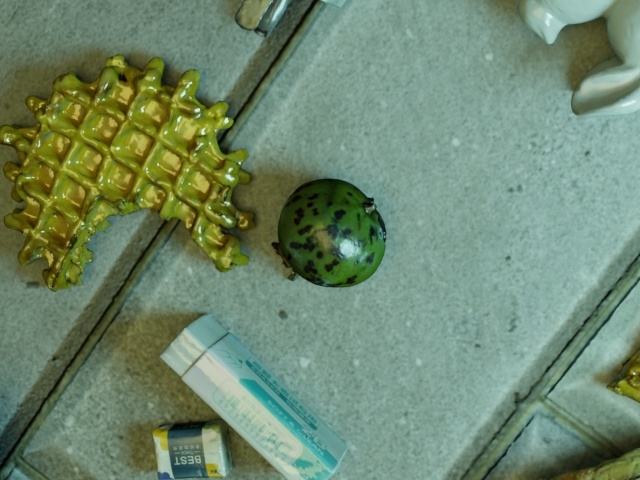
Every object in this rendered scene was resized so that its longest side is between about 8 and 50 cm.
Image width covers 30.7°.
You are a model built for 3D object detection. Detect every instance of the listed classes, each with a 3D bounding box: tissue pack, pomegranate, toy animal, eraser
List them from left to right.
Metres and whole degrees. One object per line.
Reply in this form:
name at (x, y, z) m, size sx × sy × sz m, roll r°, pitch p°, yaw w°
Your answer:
tissue pack at (-0.147, 0.240, 1.335) m, size 0.083 × 0.042 × 0.062 m, roll -5°, pitch 94°, yaw 11°
eraser at (-0.071, 0.181, 1.284) m, size 0.225 × 0.095 × 0.052 m, roll 43°, pitch 103°, yaw 3°
pomegranate at (0.000, 0.000, 1.246) m, size 0.161 × 0.122 × 0.122 m, roll -33°, pitch 90°, yaw 43°
toy animal at (0.291, -0.227, 1.143) m, size 0.179 × 0.127 × 0.193 m, roll -35°, pitch 91°, yaw 16°

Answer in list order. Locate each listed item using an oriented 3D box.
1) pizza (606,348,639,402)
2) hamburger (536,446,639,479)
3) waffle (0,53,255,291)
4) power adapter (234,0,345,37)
pizza at (0.435, 0.121, 1.197) m, size 0.271 × 0.056 × 0.134 m, roll 1°, pitch 106°, yaw 10°
hamburger at (0.328, 0.279, 1.189) m, size 0.262 × 0.131 × 0.124 m, roll -23°, pitch 55°, yaw 12°
waffle at (-0.223, -0.074, 1.296) m, size 0.293 × 0.069 × 0.259 m, roll -11°, pitch 96°, yaw 11°
power adapter at (-0.018, -0.299, 1.193) m, size 0.125 × 0.130 × 0.205 m, roll 37°, pitch 104°, yaw 4°
